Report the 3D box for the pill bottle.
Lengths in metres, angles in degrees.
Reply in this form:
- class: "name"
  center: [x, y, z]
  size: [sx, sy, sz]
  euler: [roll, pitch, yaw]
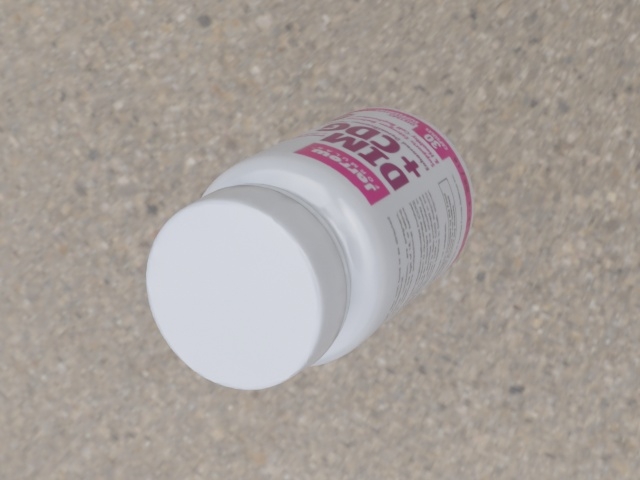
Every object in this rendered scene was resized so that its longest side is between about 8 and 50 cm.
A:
- class: "pill bottle"
  center: [0.000, 0.000, 0.949]
  size: [0.160, 0.283, 0.160]
  euler: [8, 109, 23]
